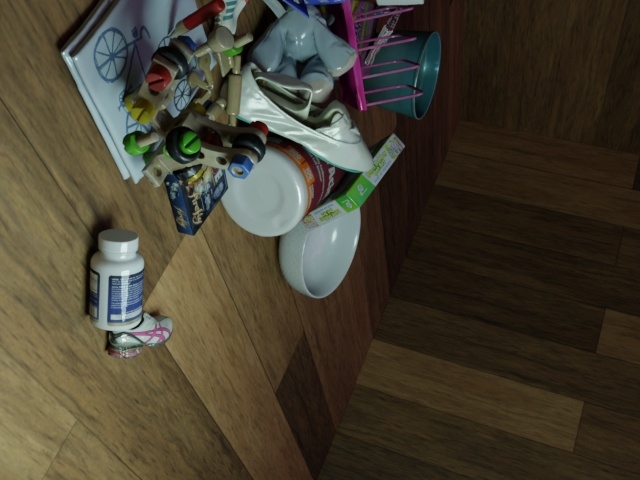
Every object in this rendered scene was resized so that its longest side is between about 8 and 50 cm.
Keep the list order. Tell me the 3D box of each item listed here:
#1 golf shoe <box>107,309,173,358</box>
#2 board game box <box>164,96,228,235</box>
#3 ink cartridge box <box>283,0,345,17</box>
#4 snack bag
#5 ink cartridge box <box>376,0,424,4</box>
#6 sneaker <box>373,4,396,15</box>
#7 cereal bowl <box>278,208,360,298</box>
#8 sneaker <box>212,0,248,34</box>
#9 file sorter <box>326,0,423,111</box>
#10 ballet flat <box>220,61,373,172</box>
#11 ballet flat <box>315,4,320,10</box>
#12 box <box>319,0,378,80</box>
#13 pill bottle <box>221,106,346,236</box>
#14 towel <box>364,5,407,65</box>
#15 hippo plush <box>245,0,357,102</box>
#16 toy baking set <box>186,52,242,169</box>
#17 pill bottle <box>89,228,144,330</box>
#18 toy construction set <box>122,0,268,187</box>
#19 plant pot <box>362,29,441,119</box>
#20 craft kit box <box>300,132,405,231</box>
[{"bbox_3d":[-0.354,0.175,1.529,0.186,0.068,0.085,-24,125,-67],"label":"golf shoe"},{"bbox_3d":[-0.264,-0.153,1.582,0.243,0.042,0.165,85,26,-46],"label":"board game box"},{"bbox_3d":[-0.052,-0.646,1.501,0.270,0.151,0.395,14,84,-58],"label":"ink cartridge box"},{"bbox_3d":[-0.304,-0.325,1.342,0.323,0.037,0.342,77,33,-56],"label":"snack bag"},{"bbox_3d":[0.165,-0.680,1.633,0.283,0.117,0.207,56,44,-61],"label":"ink cartridge box"},{"bbox_3d":[0.177,-0.667,2.124,0.135,0.052,0.058,-62,149,-56],"label":"sneaker"},{"bbox_3d":[-0.020,-0.006,2.225,0.339,0.141,0.338,-37,134,-49],"label":"cereal bowl"},{"bbox_3d":[-0.199,-0.470,1.533,0.075,0.057,0.161,32,79,-46],"label":"sneaker"},{"bbox_3d":[0.138,-0.497,1.898,0.202,0.182,0.290,-120,-162,-69],"label":"file sorter"},{"bbox_3d":[-0.025,-0.274,1.682,0.139,0.400,0.139,-49,-152,37],"label":"ballet flat"},{"bbox_3d":[-0.021,-0.657,1.920,0.052,0.057,0.168,-101,-162,-62],"label":"ballet flat"},{"bbox_3d":[0.062,-0.565,2.109,0.243,0.117,0.213,-31,133,-64],"label":"box"},{"bbox_3d":[-0.063,-0.184,1.857,0.392,0.224,0.224,-48,147,-55],"label":"pill bottle"},{"bbox_3d":[0.194,-0.594,2.158,0.197,0.029,0.144,-60,-178,-41],"label":"towel"},{"bbox_3d":[-0.056,-0.457,1.799,0.294,0.234,0.236,59,7,-6],"label":"hippo plush"},{"bbox_3d":[-0.218,-0.272,1.520,0.197,0.030,0.256,-30,128,-59],"label":"toy baking set"},{"bbox_3d":[-0.367,0.069,1.366,0.094,0.094,0.169,-37,139,-62],"label":"pill bottle"},{"bbox_3d":[-0.246,-0.235,1.305,0.257,0.237,0.308,21,65,-43],"label":"toy construction set"},{"bbox_3d":[0.215,-0.534,2.366,0.272,0.255,0.271,15,90,-71],"label":"plant pot"},{"bbox_3d":[0.077,-0.150,1.984,0.250,0.061,0.247,-53,-167,-32],"label":"craft kit box"}]
